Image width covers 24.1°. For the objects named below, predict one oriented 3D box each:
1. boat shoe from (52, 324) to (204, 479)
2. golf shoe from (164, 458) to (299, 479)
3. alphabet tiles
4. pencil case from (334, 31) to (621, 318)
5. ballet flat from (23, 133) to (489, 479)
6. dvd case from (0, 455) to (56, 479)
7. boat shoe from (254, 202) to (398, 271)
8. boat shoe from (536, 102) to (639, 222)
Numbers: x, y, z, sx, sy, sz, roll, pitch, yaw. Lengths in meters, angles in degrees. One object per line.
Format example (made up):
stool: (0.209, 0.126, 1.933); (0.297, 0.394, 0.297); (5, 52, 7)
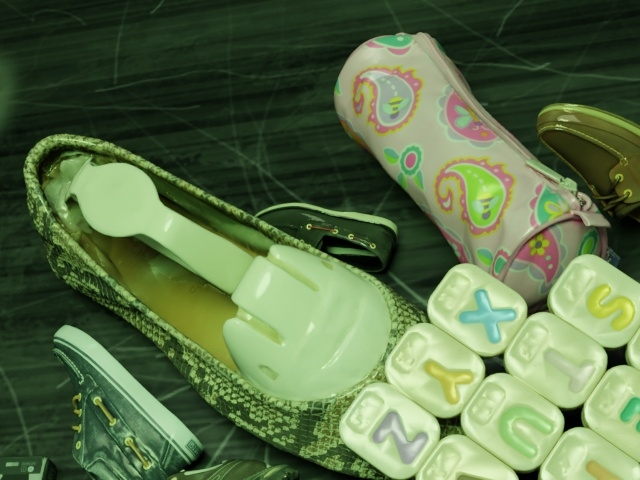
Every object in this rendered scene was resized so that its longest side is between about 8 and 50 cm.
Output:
boat shoe: (-0.186, 0.147, 1.257); (0.083, 0.065, 0.183); (-44, 56, -14)
golf shoe: (-0.103, 0.227, 1.145); (0.094, 0.077, 0.198); (16, 28, 39)
alphabet tiles: (0.168, 0.153, 1.092); (0.278, 0.021, 0.284); (35, 79, 12)
pencil case: (0.124, -0.060, 1.251); (0.124, 0.124, 0.284); (-34, 51, -5)
ballet flat: (-0.078, 0.039, 1.220); (0.483, 0.182, 0.164); (29, 72, 32)
dvd case: (-0.324, 0.292, 1.231); (0.179, 0.029, 0.239); (-3, 57, 17)
boat shoe: (0.000, -0.001, 1.303); (0.133, 0.049, 0.042); (8, 52, 18)
boat shoe: (0.247, -0.049, 1.194); (0.178, 0.064, 0.060); (30, 67, -13)
